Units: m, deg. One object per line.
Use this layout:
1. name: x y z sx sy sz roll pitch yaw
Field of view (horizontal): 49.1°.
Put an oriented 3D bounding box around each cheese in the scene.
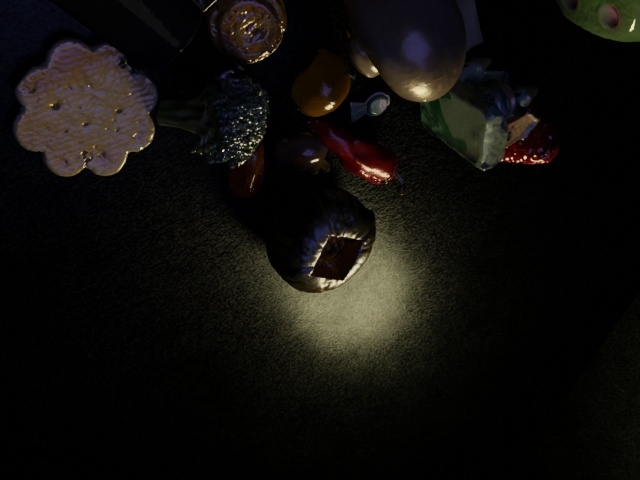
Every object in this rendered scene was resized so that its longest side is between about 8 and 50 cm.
1. cheese: 0.132 -0.354 1.842 0.120 0.026 0.067 -22 131 -18

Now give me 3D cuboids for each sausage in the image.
1. sausage: -0.181 -0.181 1.726 0.089 0.089 0.179 -11 130 -26

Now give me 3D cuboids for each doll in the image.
1. doll: -0.052 -0.218 1.779 0.145 0.096 0.188 3 167 6

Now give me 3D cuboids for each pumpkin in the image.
1. pumpkin: 0.000 0.000 1.905 0.320 0.192 0.320 -17 132 -20

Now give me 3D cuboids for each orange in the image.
1. orange: 0.007 -0.373 1.696 0.160 0.112 0.170 -14 140 -25

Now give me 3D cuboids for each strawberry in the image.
1. strawberry: 0.582 -0.303 2.022 0.205 0.244 0.205 -19 129 -24

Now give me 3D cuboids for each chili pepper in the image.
1. chili pepper: 0.105 -0.229 1.867 0.387 0.110 0.110 23 108 -39

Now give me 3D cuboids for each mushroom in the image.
1. mushroom: 0.162 -0.469 1.574 0.294 0.362 0.362 -23 141 26

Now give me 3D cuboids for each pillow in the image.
1. pillow: 0.342 -0.572 1.801 0.148 0.050 0.230 -31 137 -4

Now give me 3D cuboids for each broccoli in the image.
1. broccoli: -0.237 -0.289 1.529 0.243 0.263 0.247 4 132 16

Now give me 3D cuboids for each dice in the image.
1. dice: 0.806 -0.732 1.792 0.322 0.330 0.318 -31 139 -11

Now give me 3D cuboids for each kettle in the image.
1. kettle: -0.366 -0.500 1.297 0.308 0.203 0.262 36 85 -46

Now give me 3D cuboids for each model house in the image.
1. model house: 0.472 -0.384 1.884 0.325 0.267 0.194 -27 140 -21

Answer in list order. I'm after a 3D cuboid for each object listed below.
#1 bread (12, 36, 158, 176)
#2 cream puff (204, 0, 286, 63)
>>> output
1. bread: -0.490 -0.275 1.476 0.316 0.054 0.316 -18 130 -23
2. cream puff: -0.158 -0.472 1.491 0.189 0.129 0.189 -10 138 -9
